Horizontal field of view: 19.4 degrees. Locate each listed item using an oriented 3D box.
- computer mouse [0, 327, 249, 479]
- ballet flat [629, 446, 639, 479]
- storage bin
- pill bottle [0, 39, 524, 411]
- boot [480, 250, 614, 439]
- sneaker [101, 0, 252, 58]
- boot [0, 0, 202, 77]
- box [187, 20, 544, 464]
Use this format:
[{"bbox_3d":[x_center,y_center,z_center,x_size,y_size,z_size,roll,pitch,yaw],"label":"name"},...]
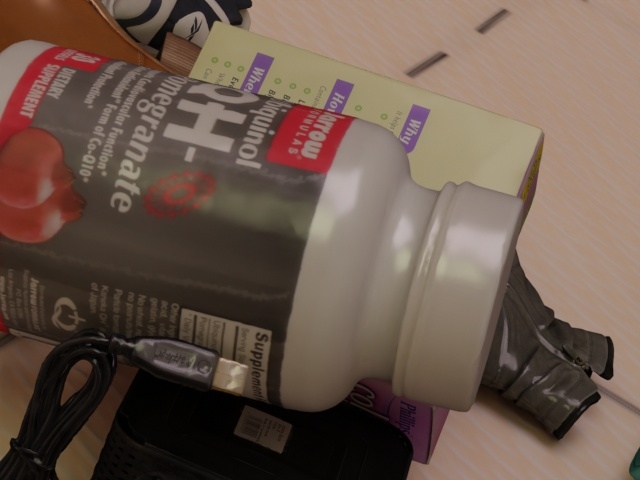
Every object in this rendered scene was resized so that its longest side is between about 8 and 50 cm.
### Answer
[{"bbox_3d":[-0.060,0.150,1.072,0.262,0.184,0.060,23,18,-2],"label":"computer mouse"},{"bbox_3d":[0.373,0.108,1.463,0.182,0.164,0.483,45,30,-4],"label":"ballet flat"},{"bbox_3d":[-0.045,0.149,1.168,0.180,0.084,0.122,24,31,-1],"label":"storage bin"},{"bbox_3d":[-0.050,0.000,1.104,0.318,0.176,0.176,14,30,8],"label":"pill bottle"},{"bbox_3d":[0.156,0.052,1.471,0.161,0.083,0.246,30,36,-3],"label":"boot"},{"bbox_3d":[-0.138,-0.207,1.654,0.153,0.094,0.235,32,1,-28],"label":"sneaker"},{"bbox_3d":[-0.212,-0.106,1.447,0.283,0.109,0.220,25,34,-11],"label":"boot"},{"bbox_3d":[0.000,0.000,1.266,0.243,0.117,0.213,19,66,11],"label":"box"}]
